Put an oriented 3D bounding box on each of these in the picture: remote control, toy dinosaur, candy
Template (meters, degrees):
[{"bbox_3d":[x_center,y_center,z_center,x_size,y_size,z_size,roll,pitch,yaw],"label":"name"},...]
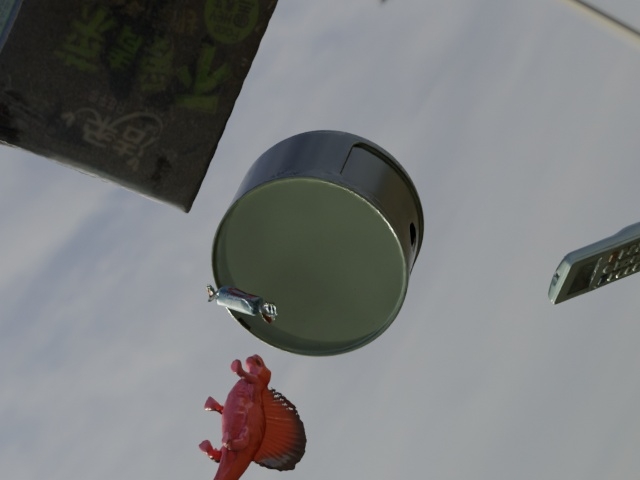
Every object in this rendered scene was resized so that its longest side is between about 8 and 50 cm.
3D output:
[{"bbox_3d":[0.282,0.012,1.730,0.162,0.029,0.061,-18,-38,-33],"label":"remote control"},{"bbox_3d":[-0.083,0.277,2.349,0.070,0.139,0.286,-32,40,43],"label":"toy dinosaur"},{"bbox_3d":[-0.083,0.066,1.909,0.020,0.083,0.030,-49,-32,-52],"label":"candy"}]

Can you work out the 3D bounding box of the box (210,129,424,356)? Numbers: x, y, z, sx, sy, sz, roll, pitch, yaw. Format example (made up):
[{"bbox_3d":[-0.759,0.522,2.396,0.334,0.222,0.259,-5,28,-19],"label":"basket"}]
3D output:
[{"bbox_3d":[0.000,0.000,2.085,0.149,0.226,0.226,-67,0,-61],"label":"box"}]

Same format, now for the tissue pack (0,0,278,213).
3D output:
[{"bbox_3d":[-0.199,-0.257,1.933,0.288,0.124,0.394,21,-88,-31],"label":"tissue pack"}]
